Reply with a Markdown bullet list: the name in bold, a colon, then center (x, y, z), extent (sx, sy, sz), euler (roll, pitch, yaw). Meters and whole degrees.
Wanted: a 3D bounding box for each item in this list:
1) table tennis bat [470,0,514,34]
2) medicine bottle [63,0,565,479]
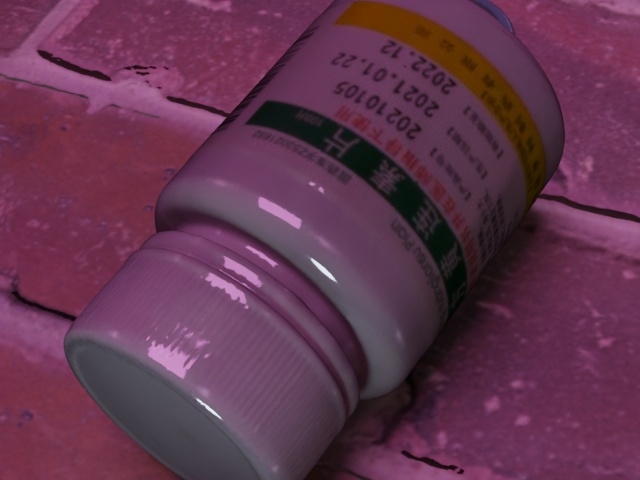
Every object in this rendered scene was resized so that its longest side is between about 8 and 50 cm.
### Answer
- **table tennis bat**: center (0.057, -0.146, 1.113), extent (0.237, 0.038, 0.149), euler (-31, 50, -15)
- **medicine bottle**: center (0.000, 0.000, 0.888), extent (0.208, 0.208, 0.339), euler (22, 60, 30)
